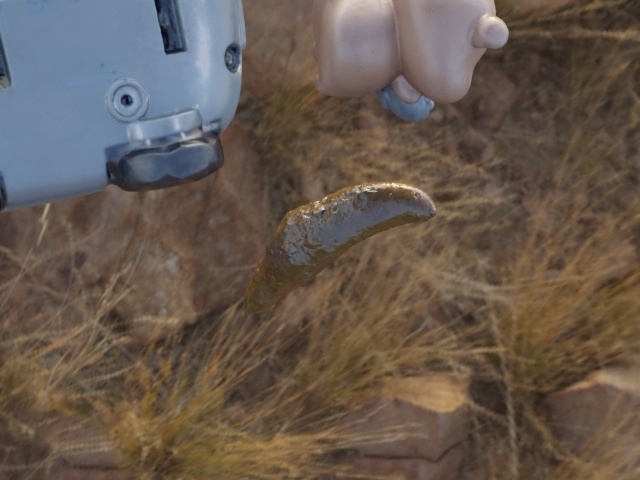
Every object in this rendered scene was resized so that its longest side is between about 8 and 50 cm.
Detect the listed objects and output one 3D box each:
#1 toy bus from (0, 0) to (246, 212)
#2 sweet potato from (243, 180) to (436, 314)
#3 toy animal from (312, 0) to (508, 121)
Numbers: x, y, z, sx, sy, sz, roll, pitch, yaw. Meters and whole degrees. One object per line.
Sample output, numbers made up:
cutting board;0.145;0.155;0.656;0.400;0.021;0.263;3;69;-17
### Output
toy bus;-0.197;-0.122;0.709;0.287;0.232;0.194;-16;107;-21
sweet potato;0.000;-0.004;1.709;0.114;0.341;0.092;53;20;-17
toy animal;0.098;-0.280;1.542;0.221;0.229;0.210;20;37;-25
